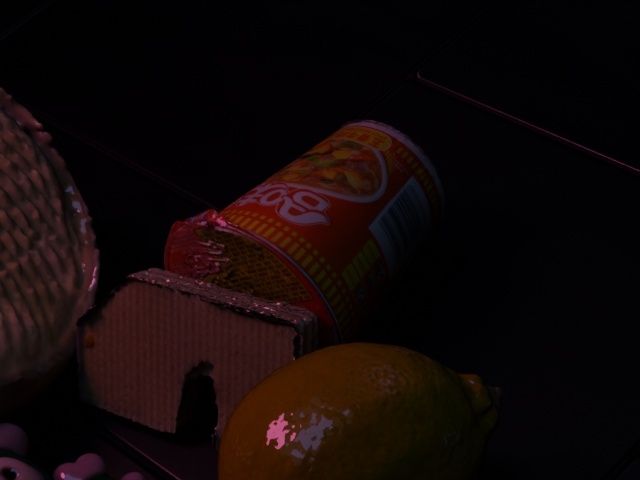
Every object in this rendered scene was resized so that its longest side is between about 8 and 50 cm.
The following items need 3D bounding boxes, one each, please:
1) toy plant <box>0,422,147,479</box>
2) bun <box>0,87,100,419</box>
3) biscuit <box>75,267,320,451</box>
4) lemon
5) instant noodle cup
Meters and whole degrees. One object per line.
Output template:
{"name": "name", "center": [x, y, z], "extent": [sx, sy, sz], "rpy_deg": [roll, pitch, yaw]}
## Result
{"name": "toy plant", "center": [-0.259, 0.242, 1.439], "extent": [0.243, 0.113, 0.232], "rpy_deg": [20, 40, 8]}
{"name": "bun", "center": [-0.387, 0.016, 1.606], "extent": [0.202, 0.364, 0.364], "rpy_deg": [-35, 29, 39]}
{"name": "biscuit", "center": [-0.106, 0.105, 1.523], "extent": [0.250, 0.147, 0.046], "rpy_deg": [14, 24, 33]}
{"name": "lemon", "center": [0.027, 0.168, 1.373], "extent": [0.248, 0.184, 0.184], "rpy_deg": [-24, 40, -21]}
{"name": "instant noodle cup", "center": [0.000, 0.000, 1.575], "extent": [0.193, 0.193, 0.212], "rpy_deg": [16, 45, 34]}
